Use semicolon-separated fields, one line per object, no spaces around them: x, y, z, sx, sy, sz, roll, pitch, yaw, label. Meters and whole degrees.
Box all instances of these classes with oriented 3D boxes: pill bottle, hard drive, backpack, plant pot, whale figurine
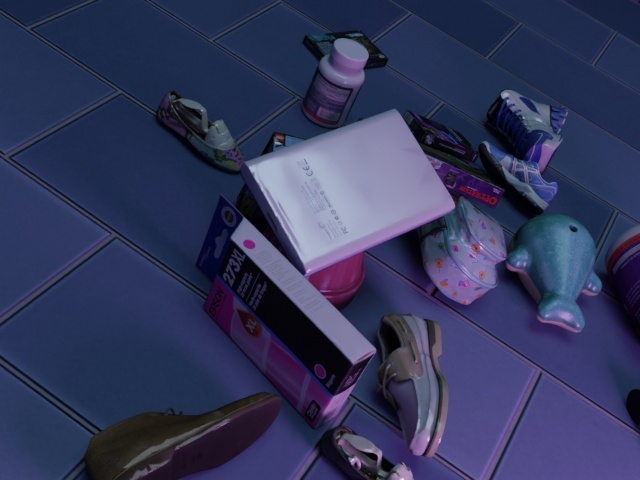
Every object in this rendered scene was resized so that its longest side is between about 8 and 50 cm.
0.719;0.125;1.887;0.181;0.181;0.323;8;43;-20;pill bottle
0.050;-0.086;1.553;0.319;0.040;0.210;-23;76;-29;hard drive
0.274;0.020;1.784;0.166;0.144;0.188;34;42;-32;backpack
0.000;0.000;1.641;0.201;0.180;0.201;14;41;-13;plant pot
0.036;-0.348;2.033;0.108;0.180;0.108;15;41;-14;pill bottle
0.482;0.055;1.867;0.216;0.141;0.272;19;41;-10;whale figurine

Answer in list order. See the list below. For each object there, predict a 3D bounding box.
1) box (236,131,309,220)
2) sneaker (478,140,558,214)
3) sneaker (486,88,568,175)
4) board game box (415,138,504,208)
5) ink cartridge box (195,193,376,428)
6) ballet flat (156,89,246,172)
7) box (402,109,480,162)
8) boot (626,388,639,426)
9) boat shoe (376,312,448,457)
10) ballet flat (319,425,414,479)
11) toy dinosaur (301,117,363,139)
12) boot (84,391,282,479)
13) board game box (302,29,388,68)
-0.046;-0.102;1.684;0.159;0.233;0.044;11;60;-18;box
0.446;-0.154;2.102;0.081;0.080;0.211;-44;81;-5;sneaker
0.486;-0.266;2.243;0.182;0.127;0.315;25;33;4;sneaker
0.255;-0.153;1.924;0.208;0.056;0.347;28;11;-3;board game box
-0.083;0.111;1.481;0.069;0.175;0.371;-23;60;-41;ink cartridge box
-0.233;-0.222;1.834;0.221;0.079;0.077;38;41;13;ballet flat
0.277;-0.239;2.118;0.162;0.029;0.116;19;25;-31;box
0.654;0.359;1.678;0.106;0.082;0.219;4;43;-21;boot
0.143;0.234;1.529;0.103;0.113;0.302;17;30;-9;boat shoe
0.088;0.350;1.397;0.203;0.074;0.074;37;41;12;ballet flat
0.024;-0.194;1.847;0.268;0.064;0.118;13;42;42;toy dinosaur
-0.190;0.270;1.317;0.305;0.112;0.115;-19;47;-38;boot
0.063;-0.473;2.301;0.186;0.026;0.126;-14;54;-38;board game box
